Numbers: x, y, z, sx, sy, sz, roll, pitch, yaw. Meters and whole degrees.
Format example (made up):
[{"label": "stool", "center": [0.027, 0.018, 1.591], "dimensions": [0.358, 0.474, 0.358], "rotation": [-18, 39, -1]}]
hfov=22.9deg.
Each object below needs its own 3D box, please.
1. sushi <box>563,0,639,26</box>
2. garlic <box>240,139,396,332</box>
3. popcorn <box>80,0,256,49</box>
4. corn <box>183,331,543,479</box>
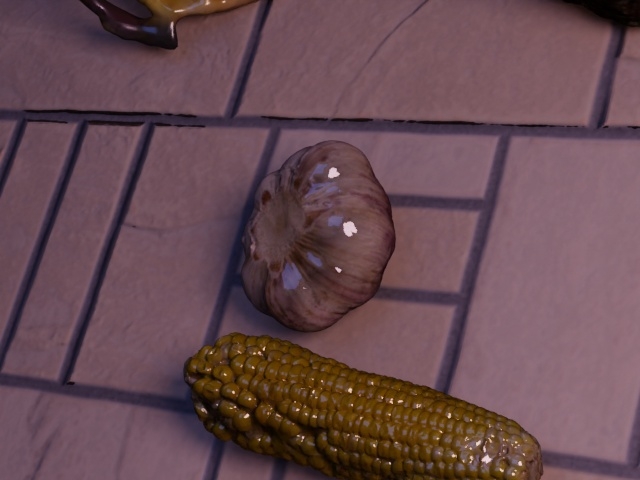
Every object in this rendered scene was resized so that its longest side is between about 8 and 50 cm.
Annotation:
[{"label": "sushi", "center": [0.266, -0.330, 1.287], "dimensions": [0.343, 0.182, 0.196], "rotation": [-50, 46, -5]}, {"label": "garlic", "center": [0.000, 0.000, 1.313], "dimensions": [0.147, 0.102, 0.159], "rotation": [0, 76, 46]}, {"label": "popcorn", "center": [-0.161, -0.376, 1.503], "dimensions": [0.349, 0.349, 0.381], "rotation": [10, 96, 33]}, {"label": "corn", "center": [0.027, 0.142, 1.231], "dimensions": [0.320, 0.097, 0.097], "rotation": [13, 73, 32]}]
